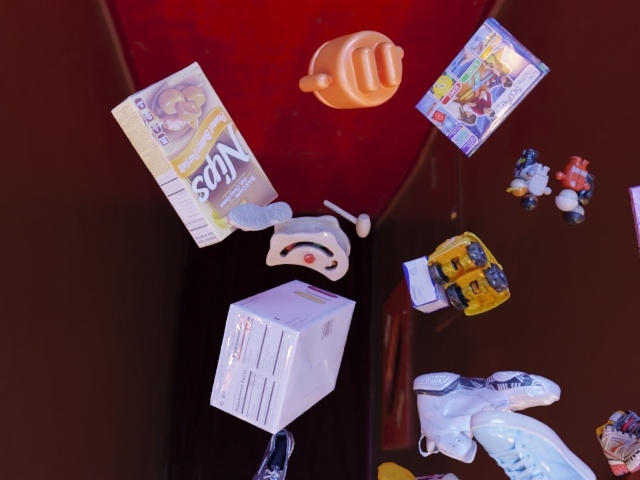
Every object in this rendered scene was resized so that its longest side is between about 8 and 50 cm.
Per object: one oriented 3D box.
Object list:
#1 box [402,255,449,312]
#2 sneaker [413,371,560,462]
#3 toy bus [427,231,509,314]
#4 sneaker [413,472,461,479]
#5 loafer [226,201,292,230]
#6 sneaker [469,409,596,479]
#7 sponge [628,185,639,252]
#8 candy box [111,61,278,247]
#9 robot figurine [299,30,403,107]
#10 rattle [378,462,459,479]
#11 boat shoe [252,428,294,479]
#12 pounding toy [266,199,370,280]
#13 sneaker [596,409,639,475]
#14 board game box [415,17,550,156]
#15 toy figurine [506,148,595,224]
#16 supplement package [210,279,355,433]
[{"bbox_3d":[0.289,0.122,1.995,0.072,0.126,0.137,-20,161,20],"label":"box"},{"bbox_3d":[0.410,0.442,1.824,0.365,0.210,0.137,-4,157,21],"label":"sneaker"},{"bbox_3d":[0.397,0.054,1.970,0.149,0.211,0.220,-29,116,28],"label":"toy bus"},{"bbox_3d":[0.320,0.687,2.026,0.169,0.071,0.068,2,180,-15],"label":"sneaker"},{"bbox_3d":[-0.100,-0.034,1.157,0.125,0.045,0.039,-9,167,-45],"label":"loafer"},{"bbox_3d":[0.455,0.493,1.537,0.366,0.150,0.135,36,133,-16],"label":"sneaker"},{"bbox_3d":[0.780,-0.030,1.662,0.117,0.210,0.031,-11,-175,10],"label":"sponge"},{"bbox_3d":[-0.241,-0.168,1.446,0.087,0.183,0.316,-16,110,50],"label":"candy box"},{"bbox_3d":[0.059,-0.293,1.273,0.128,0.158,0.219,38,171,-24],"label":"robot figurine"},{"bbox_3d":[0.160,0.416,1.245,0.130,0.143,0.200,-35,155,4],"label":"rattle"},{"bbox_3d":[-0.114,0.523,1.662,0.075,0.206,0.065,13,146,12],"label":"boat shoe"},{"bbox_3d":[0.000,0.000,1.901,0.269,0.155,0.154,-2,126,9],"label":"pounding toy"},{"bbox_3d":[0.515,0.330,1.218,0.088,0.093,0.225,-26,160,-11],"label":"sneaker"},{"bbox_3d":[0.279,-0.264,1.278,0.201,0.136,0.035,-49,173,35],"label":"board game box"},{"bbox_3d":[0.633,-0.144,2.007,0.209,0.148,0.213,16,175,28],"label":"toy figurine"},{"bbox_3d":[-0.066,0.211,1.408,0.145,0.204,0.262,18,-166,21],"label":"supplement package"}]
